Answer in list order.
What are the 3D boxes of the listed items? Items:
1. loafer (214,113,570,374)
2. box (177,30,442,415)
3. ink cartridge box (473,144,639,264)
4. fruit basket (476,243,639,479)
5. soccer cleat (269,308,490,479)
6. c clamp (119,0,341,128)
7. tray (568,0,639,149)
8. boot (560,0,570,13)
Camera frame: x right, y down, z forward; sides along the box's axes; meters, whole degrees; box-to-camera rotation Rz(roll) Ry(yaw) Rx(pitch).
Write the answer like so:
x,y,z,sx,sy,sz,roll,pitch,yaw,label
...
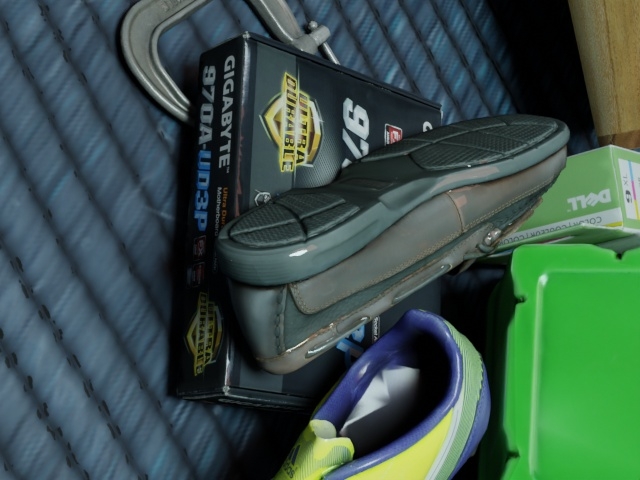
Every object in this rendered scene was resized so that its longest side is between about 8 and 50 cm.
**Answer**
x,y,z,sx,sy,sz,roll,pitch,yaw,label
0.050,-0.006,0.726,0.267,0.096,0.084,-24,117,-36,loafer
0.000,0.000,0.761,0.175,0.051,0.220,15,71,-39,box
0.180,-0.021,0.848,0.209,0.109,0.062,4,75,-51,ink cartridge box
0.291,0.125,0.822,0.392,0.392,0.283,19,66,-31,fruit basket
-0.013,0.155,0.649,0.289,0.093,0.121,-49,146,-20,soccer cleat
-0.051,-0.120,0.792,0.160,0.022,0.137,-36,99,-38,c clamp
0.328,-0.206,0.963,0.411,0.076,0.203,-20,99,-49,tray
0.302,-0.288,1.070,0.236,0.089,0.270,38,57,-37,boot
